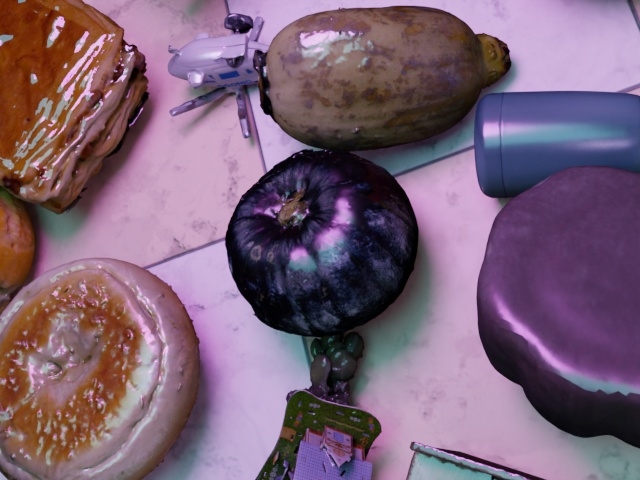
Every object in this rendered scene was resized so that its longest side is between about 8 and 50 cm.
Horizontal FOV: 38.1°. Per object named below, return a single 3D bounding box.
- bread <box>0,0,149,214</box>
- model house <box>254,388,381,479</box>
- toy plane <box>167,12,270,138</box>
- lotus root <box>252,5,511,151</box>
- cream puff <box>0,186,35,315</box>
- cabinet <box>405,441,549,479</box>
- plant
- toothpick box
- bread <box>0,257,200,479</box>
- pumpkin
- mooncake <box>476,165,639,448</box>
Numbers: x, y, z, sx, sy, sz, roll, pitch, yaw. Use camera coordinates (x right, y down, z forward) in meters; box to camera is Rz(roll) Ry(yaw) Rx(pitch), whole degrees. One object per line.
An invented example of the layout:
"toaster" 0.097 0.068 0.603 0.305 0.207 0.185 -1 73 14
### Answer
"bread" -0.407 -0.212 1.302 0.324 0.167 0.278 28 84 17
"model house" -0.006 0.266 1.011 0.117 0.088 0.167 21 108 -7
"toy plane" -0.071 -0.229 1.209 0.273 0.107 0.182 14 72 24
"lotus root" 0.077 -0.201 1.103 0.309 0.173 0.173 -7 72 0
"cream puff" -0.579 0.027 1.269 0.342 0.231 0.327 -14 68 17
"cabinet" 0.153 0.306 0.915 0.148 0.215 0.175 13 81 24
"plant" 0.006 0.176 1.087 0.085 0.087 0.174 21 78 -11
"toothpick box" 0.271 -0.111 1.040 0.184 0.120 0.120 -2 75 17
"bread" -0.283 0.172 1.153 0.305 0.159 0.306 -4 76 17
"pumpkin" 0.000 0.000 1.079 0.233 0.163 0.233 -18 49 22
"mooncake" 0.308 0.066 0.923 0.305 0.154 0.306 -7 54 9
